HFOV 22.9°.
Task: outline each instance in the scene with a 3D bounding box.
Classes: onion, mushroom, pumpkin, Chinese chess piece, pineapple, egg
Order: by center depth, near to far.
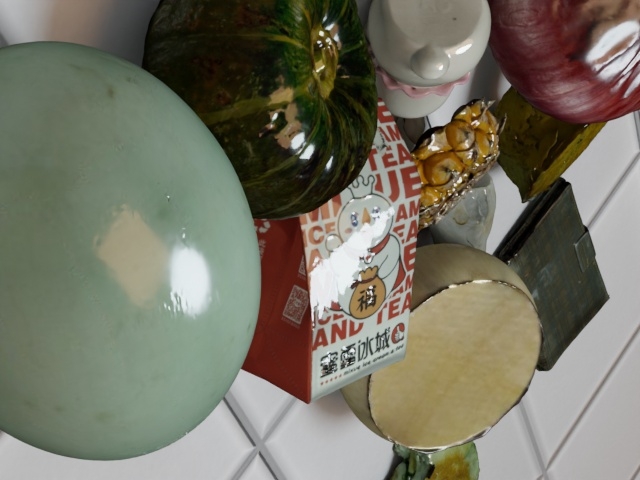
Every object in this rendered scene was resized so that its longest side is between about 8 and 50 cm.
[{"bbox_3d":[-0.187,0.015,1.232,0.276,0.276,0.389,-47,147,-27],"label":"egg"},{"bbox_3d":[-0.067,-0.141,1.405,0.260,0.189,0.260,28,58,-59],"label":"pumpkin"},{"bbox_3d":[0.323,-0.298,1.693,0.348,0.285,0.347,7,80,-45],"label":"onion"},{"bbox_3d":[0.127,-0.068,1.759,0.225,0.076,0.225,-42,172,-7],"label":"pineapple"},{"bbox_3d":[0.141,0.128,1.891,0.257,0.104,0.257,-14,124,-22],"label":"Chinese chess piece"},{"bbox_3d":[0.166,0.013,1.956,0.092,0.081,0.223,-33,138,-46],"label":"mushroom"}]

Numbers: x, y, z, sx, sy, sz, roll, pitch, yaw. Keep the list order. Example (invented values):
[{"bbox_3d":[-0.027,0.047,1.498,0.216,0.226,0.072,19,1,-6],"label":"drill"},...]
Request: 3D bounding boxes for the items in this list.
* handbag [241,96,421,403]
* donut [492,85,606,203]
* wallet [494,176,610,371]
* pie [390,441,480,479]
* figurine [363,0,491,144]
[{"bbox_3d":[0.000,0.000,1.630,0.171,0.151,0.298,-20,124,-43],"label":"handbag"},{"bbox_3d":[0.310,-0.176,1.955,0.272,0.107,0.272,-44,170,-10],"label":"donut"},{"bbox_3d":[0.331,0.055,2.269,0.169,0.044,0.317,-51,145,-15],"label":"wallet"},{"bbox_3d":[0.123,0.389,2.169,0.302,0.067,0.302,-35,139,-38],"label":"pie"},{"bbox_3d":[0.098,-0.201,1.663,0.235,0.127,0.155,113,-30,-70],"label":"figurine"}]
